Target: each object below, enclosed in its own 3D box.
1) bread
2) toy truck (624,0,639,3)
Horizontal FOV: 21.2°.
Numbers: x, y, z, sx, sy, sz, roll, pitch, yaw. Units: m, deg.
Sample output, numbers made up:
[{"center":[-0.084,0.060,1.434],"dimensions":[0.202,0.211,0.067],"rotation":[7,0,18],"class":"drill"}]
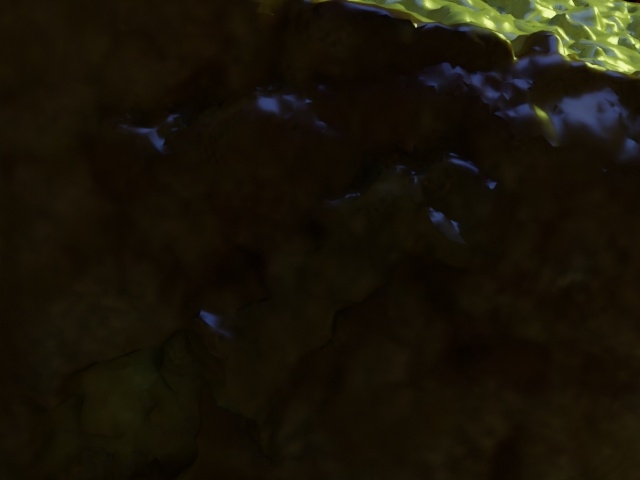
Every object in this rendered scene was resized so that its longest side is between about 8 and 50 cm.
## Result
[{"center":[0.000,0.000,0.505],"dimensions":[0.340,0.179,0.194],"rotation":[13,20,1],"class":"bread"},{"center":[0.222,-0.168,1.057],"dimensions":[0.239,0.189,0.265],"rotation":[-10,20,-39],"class":"toy truck"}]
